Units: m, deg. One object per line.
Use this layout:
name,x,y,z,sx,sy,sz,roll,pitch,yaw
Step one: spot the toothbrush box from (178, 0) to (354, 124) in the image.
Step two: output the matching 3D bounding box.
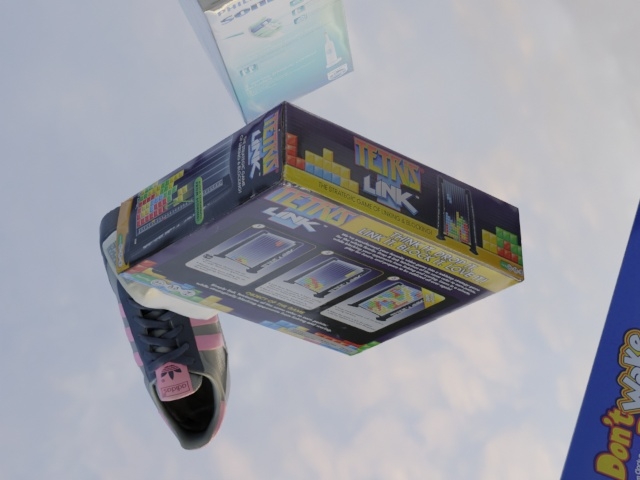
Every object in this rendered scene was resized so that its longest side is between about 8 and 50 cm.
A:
toothbrush box,-0.078,-0.261,1.353,0.216,0.126,0.295,62,176,13

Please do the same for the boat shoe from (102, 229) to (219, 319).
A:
boat shoe,-0.093,0.010,1.191,0.079,0.081,0.227,60,-169,9

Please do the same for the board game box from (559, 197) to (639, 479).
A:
board game box,0.253,0.031,0.938,0.233,0.078,0.347,-35,-37,-47

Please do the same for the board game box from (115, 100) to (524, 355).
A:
board game box,0.000,0.000,0.805,0.170,0.141,0.048,22,-126,-37

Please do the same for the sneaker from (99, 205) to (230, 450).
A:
sneaker,-0.167,0.103,1.710,0.131,0.112,0.319,-95,-12,-49
